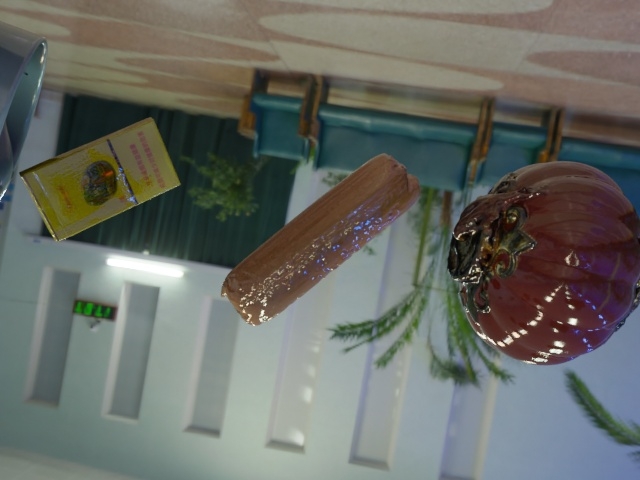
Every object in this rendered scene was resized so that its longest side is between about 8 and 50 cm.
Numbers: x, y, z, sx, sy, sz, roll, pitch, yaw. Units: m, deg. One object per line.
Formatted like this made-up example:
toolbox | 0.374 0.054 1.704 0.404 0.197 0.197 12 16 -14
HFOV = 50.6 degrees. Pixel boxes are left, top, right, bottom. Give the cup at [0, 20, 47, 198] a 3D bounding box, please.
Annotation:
cup | -0.460 -0.162 0.681 0.312 0.205 0.205 17 178 -18

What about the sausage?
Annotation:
sausage | -0.001 0.000 0.859 0.086 0.289 0.086 51 -174 -8

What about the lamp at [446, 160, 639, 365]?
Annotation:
lamp | 0.239 0.022 0.740 0.227 0.226 0.227 10 -179 0

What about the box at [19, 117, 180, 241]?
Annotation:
box | -0.244 -0.069 0.764 0.155 0.086 0.023 -28 -147 -19
